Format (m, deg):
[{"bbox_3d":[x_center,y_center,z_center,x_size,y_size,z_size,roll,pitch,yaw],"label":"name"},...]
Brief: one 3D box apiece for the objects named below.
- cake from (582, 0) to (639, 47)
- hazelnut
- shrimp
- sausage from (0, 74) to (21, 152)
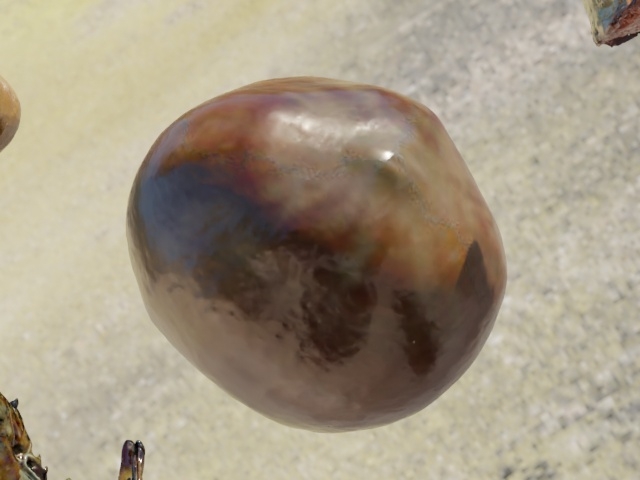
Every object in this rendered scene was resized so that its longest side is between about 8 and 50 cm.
[{"bbox_3d":[0.301,-0.234,1.154,0.220,0.086,0.117,-24,-5,-1],"label":"cake"},{"bbox_3d":[-0.003,0.002,1.413,0.366,0.366,0.366,-28,26,15],"label":"hazelnut"},{"bbox_3d":[-0.195,0.174,1.188,0.035,0.195,0.148,-16,13,38],"label":"shrimp"},{"bbox_3d":[-0.337,-0.133,1.288,0.109,0.109,0.270,-35,-6,0],"label":"sausage"}]
